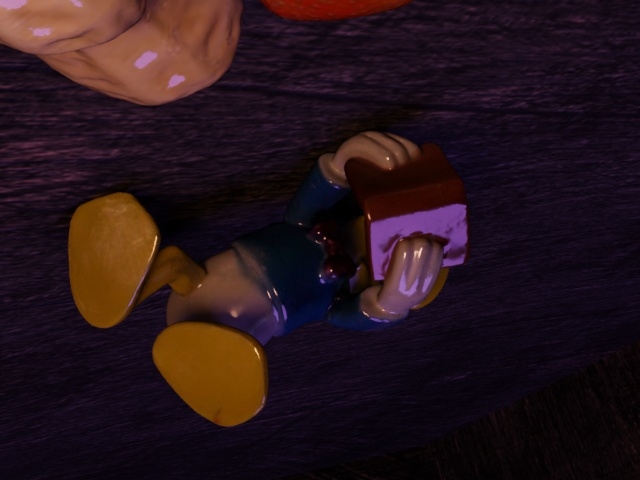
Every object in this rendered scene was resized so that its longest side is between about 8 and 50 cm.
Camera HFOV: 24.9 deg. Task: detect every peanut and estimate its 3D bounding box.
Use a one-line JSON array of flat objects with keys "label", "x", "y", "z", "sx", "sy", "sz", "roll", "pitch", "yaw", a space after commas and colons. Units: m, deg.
[{"label": "peanut", "x": -0.107, "y": -0.128, "z": 0.625, "sx": 0.111, "sy": 0.125, "sz": 0.274, "roll": -50, "pitch": 159, "yaw": 6}]

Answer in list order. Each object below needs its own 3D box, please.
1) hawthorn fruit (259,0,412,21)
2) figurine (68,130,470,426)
[{"label": "hawthorn fruit", "x": 0.013, "y": -0.161, "z": 0.673, "sx": 0.128, "sy": 0.128, "sz": 0.128, "roll": -18, "pitch": 164, "yaw": -5}, {"label": "figurine", "x": 0.000, "y": 0.000, "z": 1.204, "sx": 0.283, "sy": 0.205, "sz": 0.338, "roll": -33, "pitch": 173, "yaw": 20}]
